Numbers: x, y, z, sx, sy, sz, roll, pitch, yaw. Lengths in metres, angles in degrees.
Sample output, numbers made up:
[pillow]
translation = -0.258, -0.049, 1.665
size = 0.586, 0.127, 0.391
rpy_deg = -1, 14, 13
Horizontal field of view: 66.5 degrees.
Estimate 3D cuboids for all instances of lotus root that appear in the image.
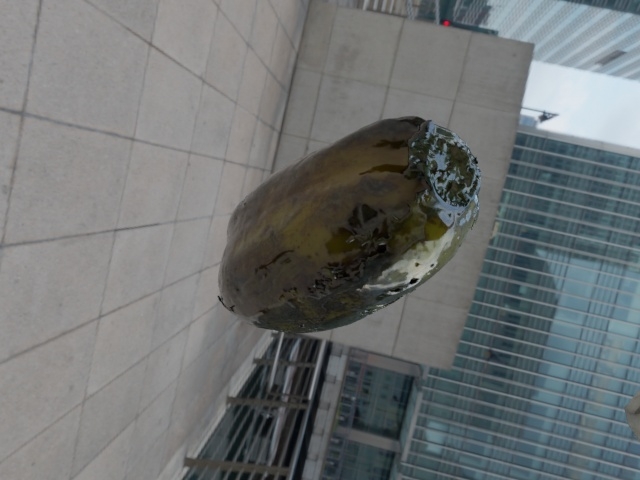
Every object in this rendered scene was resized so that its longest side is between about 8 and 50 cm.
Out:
[lotus root]
translation = 0.000, 0.000, 0.558
size = 0.397, 0.179, 0.196
rpy_deg = -28, -148, 48

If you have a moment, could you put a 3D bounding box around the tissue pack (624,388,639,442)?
[tissue pack]
translation = 0.360, 0.089, 0.177
size = 0.266, 0.193, 0.356
rpy_deg = 57, -25, 25
